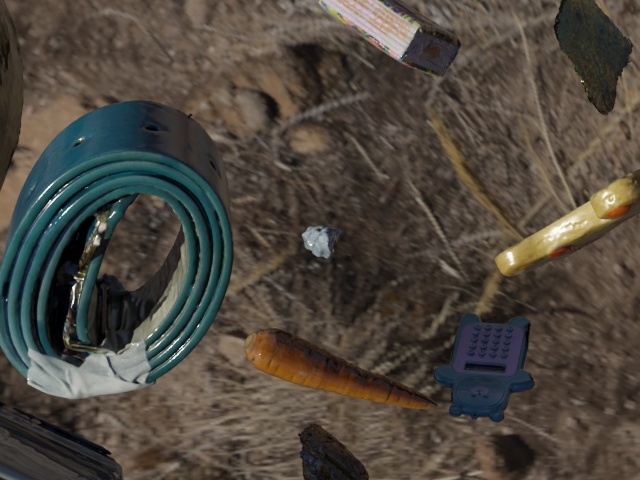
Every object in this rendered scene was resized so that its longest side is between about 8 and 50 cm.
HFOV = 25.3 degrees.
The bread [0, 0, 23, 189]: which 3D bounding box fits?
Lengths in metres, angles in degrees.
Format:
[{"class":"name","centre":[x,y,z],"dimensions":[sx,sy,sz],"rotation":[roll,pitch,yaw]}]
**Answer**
[{"class":"bread","centre":[-0.397,-0.101,1.002],"dimensions":[0.366,0.129,0.382],"rotation":[-26,90,3]}]

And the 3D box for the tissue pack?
[{"class":"tissue pack","centre":[0.082,-0.259,1.706],"dimensions":[0.148,0.109,0.060],"rotation":[40,108,29]}]

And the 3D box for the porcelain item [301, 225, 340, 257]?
[{"class":"porcelain item","centre":[0.000,0.000,1.541],"dimensions":[0.028,0.083,0.036],"rotation":[29,86,-12]}]

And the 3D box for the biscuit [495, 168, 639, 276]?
[{"class":"biscuit","centre":[0.247,-0.034,1.133],"dimensions":[0.234,0.153,0.030],"rotation":[-34,83,32]}]

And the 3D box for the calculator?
[{"class":"calculator","centre":[0.154,0.117,1.326],"dimensions":[0.094,0.019,0.141],"rotation":[3,39,15]}]

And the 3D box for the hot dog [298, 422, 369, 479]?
[{"class":"hot dog","centre":[0.007,0.196,1.256],"dimensions":[0.083,0.035,0.058],"rotation":[38,137,43]}]

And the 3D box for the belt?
[{"class":"belt","centre":[-0.283,0.024,1.984],"dimensions":[0.300,0.173,0.436],"rotation":[18,124,-15]}]

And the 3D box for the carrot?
[{"class":"carrot","centre":[0.024,0.140,1.470],"dimensions":[0.216,0.048,0.048],"rotation":[20,89,-13]}]

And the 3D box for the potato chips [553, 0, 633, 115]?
[{"class":"potato chips","centre":[0.358,-0.255,1.860],"dimensions":[0.026,0.142,0.209],"rotation":[-40,58,46]}]

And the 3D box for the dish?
[{"class":"dish","centre":[-0.244,0.183,1.112],"dimensions":[0.243,0.182,0.080],"rotation":[26,56,-3]}]
